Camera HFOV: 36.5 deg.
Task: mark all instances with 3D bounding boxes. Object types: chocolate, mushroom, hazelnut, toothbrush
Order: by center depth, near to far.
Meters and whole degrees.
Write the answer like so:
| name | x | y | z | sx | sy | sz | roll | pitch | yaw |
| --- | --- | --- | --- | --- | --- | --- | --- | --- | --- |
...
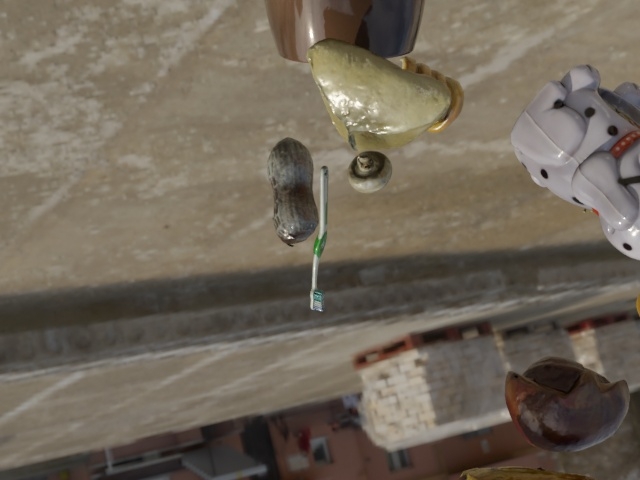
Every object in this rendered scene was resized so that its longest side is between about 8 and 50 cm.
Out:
| name | x | y | z | sx | sy | sz | roll | pitch | yaw |
| --- | --- | --- | --- | --- | --- | --- | --- | --- | --- |
| hazelnut | 0.418 | 0.270 | 1.640 | 0.201 | 0.161 | 0.170 | -13 | -172 | -11 |
| mushroom | 0.083 | -0.130 | 1.724 | 0.085 | 0.085 | 0.079 | -18 | 139 | 12 |
| toothbrush | -0.002 | 0.000 | 1.888 | 0.030 | 0.304 | 0.030 | 2 | -158 | -1 |
| chocolate | -0.062 | -0.112 | 2.173 | 0.110 | 0.248 | 0.110 | -9 | 172 | -1 |

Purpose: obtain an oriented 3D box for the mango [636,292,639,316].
| name | x | y | z | sx | sy | sz | roll | pitch | yaw |
| --- | --- | --- | --- | --- | --- | --- | --- | --- | --- |
| mango | 0.699 | 0.168 | 1.932 | 0.115 | 0.178 | 0.090 | -23 | 147 | 28 |

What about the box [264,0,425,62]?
| name | x | y | z | sx | sy | sz | roll | pitch | yaw |
| --- | --- | --- | --- | --- | --- | --- | --- | --- | --- |
| box | 0.043 | -0.430 | 1.678 | 0.300 | 0.216 | 0.301 | -4 | -159 | 2 |

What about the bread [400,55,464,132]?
| name | x | y | z | sx | sy | sz | roll | pitch | yaw |
| --- | --- | --- | --- | --- | --- | --- | --- | --- | --- |
| bread | 0.181 | -0.262 | 1.775 | 0.177 | 0.084 | 0.119 | 19 | 126 | -19 |

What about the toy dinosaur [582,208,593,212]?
| name | x | y | z | sx | sy | sz | roll | pitch | yaw |
| --- | --- | --- | --- | --- | --- | --- | --- | --- | --- |
| toy dinosaur | 0.526 | -0.069 | 1.887 | 0.026 | 0.041 | 0.113 | 20 | 155 | 20 |

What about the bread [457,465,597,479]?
| name | x | y | z | sx | sy | sz | roll | pitch | yaw |
| --- | --- | --- | --- | --- | --- | --- | --- | --- | --- |
| bread | 0.330 | 0.468 | 1.555 | 0.234 | 0.211 | 0.099 | 2 | 174 | -6 |

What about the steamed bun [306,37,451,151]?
| name | x | y | z | sx | sy | sz | roll | pitch | yaw |
| --- | --- | --- | --- | --- | --- | --- | --- | --- | --- |
| steamed bun | 0.082 | -0.201 | 1.547 | 0.231 | 0.111 | 0.212 | 23 | 159 | 10 |

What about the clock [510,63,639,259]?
| name | x | y | z | sx | sy | sz | roll | pitch | yaw |
| --- | --- | --- | --- | --- | --- | --- | --- | --- | --- |
| clock | 0.373 | -0.081 | 1.197 | 0.188 | 0.254 | 0.189 | -13 | 132 | -15 |
